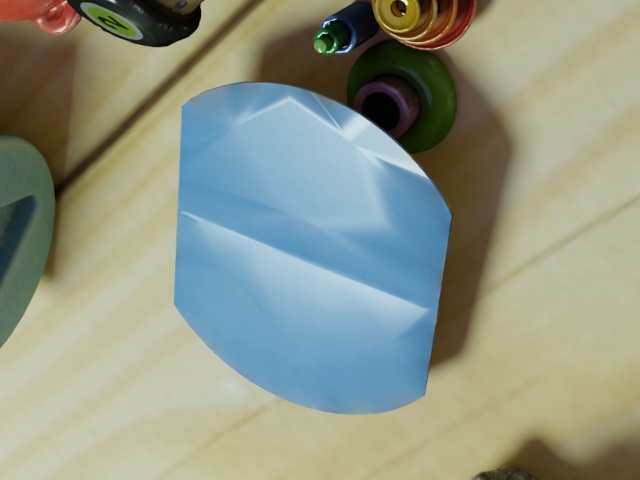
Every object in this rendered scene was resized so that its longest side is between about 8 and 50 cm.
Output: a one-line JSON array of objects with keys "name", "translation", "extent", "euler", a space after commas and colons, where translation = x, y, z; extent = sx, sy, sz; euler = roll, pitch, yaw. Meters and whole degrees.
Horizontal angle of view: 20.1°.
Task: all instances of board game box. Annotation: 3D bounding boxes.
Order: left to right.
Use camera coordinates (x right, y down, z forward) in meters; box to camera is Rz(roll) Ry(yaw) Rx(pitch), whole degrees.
[{"name": "board game box", "translation": [0.000, 0.000, 0.814], "extent": [0.133, 0.033, 0.169], "euler": [20, 128, 20]}]

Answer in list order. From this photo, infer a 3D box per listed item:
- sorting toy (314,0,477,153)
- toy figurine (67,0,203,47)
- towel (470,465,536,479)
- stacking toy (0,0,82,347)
[{"name": "sorting toy", "translation": [0.028, -0.079, 0.757], "extent": [0.061, 0.042, 0.102], "euler": [23, 121, 19]}, {"name": "toy figurine", "translation": [-0.043, -0.187, 0.646], "extent": [0.148, 0.209, 0.213], "euler": [-36, 92, 24]}, {"name": "towel", "translation": [0.104, 0.272, 0.823], "extent": [0.284, 0.121, 0.235], "euler": [45, 124, 5]}, {"name": "stacking toy", "translation": [-0.202, -0.037, 0.764], "extent": [0.130, 0.279, 0.309], "euler": [23, 125, 20]}]
